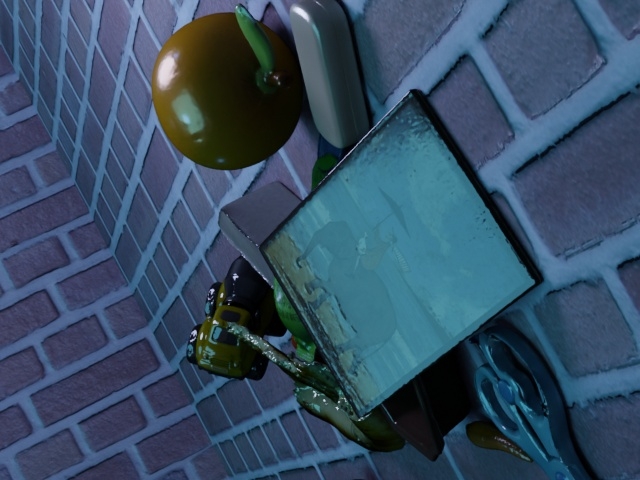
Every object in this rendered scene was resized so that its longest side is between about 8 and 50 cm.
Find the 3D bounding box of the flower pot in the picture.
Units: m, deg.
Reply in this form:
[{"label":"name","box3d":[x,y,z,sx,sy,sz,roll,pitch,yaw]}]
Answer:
[{"label":"flower pot","box3d":[0.124,0.160,1.725,0.179,0.084,0.250,32,146,58]}]

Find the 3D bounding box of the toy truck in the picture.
[{"label":"toy truck","box3d":[-0.138,0.122,2.215,0.147,0.224,0.165,15,133,8]}]

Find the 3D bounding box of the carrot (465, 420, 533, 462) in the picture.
[{"label":"carrot","box3d":[0.228,0.258,1.656,0.142,0.035,0.035,14,128,62]}]

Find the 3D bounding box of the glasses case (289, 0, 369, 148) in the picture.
[{"label":"glasses case","box3d":[0.012,-0.206,1.567,0.083,0.050,0.196,46,156,49]}]

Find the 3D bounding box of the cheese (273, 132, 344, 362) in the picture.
[{"label":"cheese","box3d":[0.000,0.000,1.694,0.204,0.083,0.320,-168,87,-71]}]

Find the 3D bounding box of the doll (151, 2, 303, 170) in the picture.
[{"label":"doll","box3d":[-0.109,-0.201,1.699,0.236,0.213,0.213,-7,109,57]}]

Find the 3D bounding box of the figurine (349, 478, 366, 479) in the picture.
[{"label":"figurine","box3d":[0.097,0.539,2.300,0.245,0.110,0.138,54,-176,9]}]

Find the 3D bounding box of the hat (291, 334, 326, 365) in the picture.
[{"label":"hat","box3d":[-0.012,0.117,2.085,0.162,0.094,0.112,-108,17,-44]}]

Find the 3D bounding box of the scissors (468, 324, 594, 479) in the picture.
[{"label":"scissors","box3d":[0.290,0.268,1.490,0.393,0.032,0.180,58,162,20]}]

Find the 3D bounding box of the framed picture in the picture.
[{"label":"framed picture","box3d":[0.078,0.025,1.506,0.347,0.016,0.265,-43,71,42]}]

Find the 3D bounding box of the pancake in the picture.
[{"label":"pancake","box3d":[0.007,0.245,2.017,0.305,0.067,0.427,37,172,-22]}]

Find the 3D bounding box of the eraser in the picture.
[{"label":"eraser","box3d":[-0.045,0.012,1.943,0.352,0.111,0.077,43,153,48]}]
